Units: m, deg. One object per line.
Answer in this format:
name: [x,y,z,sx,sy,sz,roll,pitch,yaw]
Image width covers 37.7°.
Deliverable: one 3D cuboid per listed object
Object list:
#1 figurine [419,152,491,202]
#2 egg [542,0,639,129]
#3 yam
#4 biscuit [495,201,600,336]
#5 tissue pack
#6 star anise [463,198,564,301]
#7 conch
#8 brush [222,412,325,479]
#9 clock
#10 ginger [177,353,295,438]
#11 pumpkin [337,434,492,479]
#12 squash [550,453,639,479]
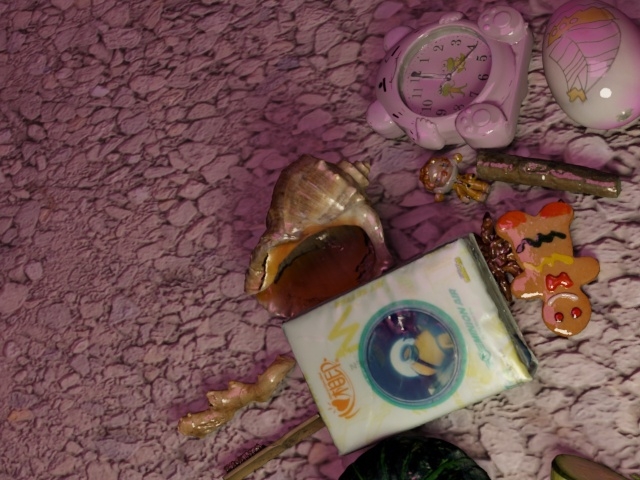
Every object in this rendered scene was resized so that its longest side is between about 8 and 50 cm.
figurine: [0.269,-0.123,1.871,0.143,0.068,0.101,-1,75,16]
egg: [0.507,-0.331,1.727,0.196,0.196,0.271,-21,70,22]
yam: [0.428,-0.125,1.771,0.274,0.061,0.061,12,79,28]
biscuit: [0.422,0.052,1.701,0.165,0.036,0.250,-15,75,4]
tissue pack: [0.159,0.190,1.719,0.388,0.162,0.287,-28,82,20]
star anise: [0.340,0.005,1.779,0.177,0.073,0.234,18,75,24]
conch: [0.008,-0.004,1.899,0.297,0.210,0.352,43,115,11]
brush: [-0.094,0.413,1.893,0.248,0.043,0.036,-36,52,14]
clock: [0.259,-0.326,1.918,0.322,0.113,0.295,6,76,32]
ginger: [-0.176,0.324,1.955,0.288,0.075,0.089,-36,100,12]
pumpkin: [0.156,0.484,1.611,0.315,0.238,0.315,-11,64,23]
squash: [0.447,0.431,1.518,0.170,0.170,0.122,15,98,33]
